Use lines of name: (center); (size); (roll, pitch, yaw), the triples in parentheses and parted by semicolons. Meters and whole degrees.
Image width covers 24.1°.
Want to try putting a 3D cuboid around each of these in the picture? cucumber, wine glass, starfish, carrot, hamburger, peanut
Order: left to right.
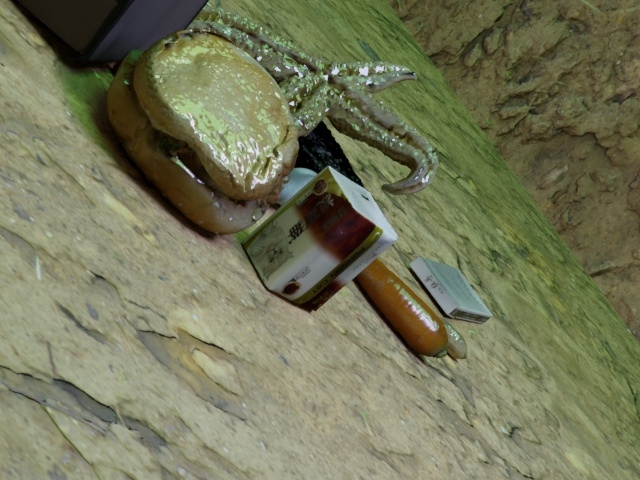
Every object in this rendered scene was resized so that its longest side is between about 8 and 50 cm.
hamburger: (-0.147, -0.143, 1.803); (0.243, 0.146, 0.286); (11, 49, -52)
wine glass: (-0.054, -0.074, 2.046); (0.072, 0.072, 0.155); (54, 16, 19)
starfish: (-0.035, -0.209, 2.260); (0.432, 0.082, 0.324); (14, 46, -18)
cucumber: (0.025, -0.083, 2.277); (0.303, 0.072, 0.081); (60, 6, 36)
carrot: (0.087, 0.062, 2.132); (0.271, 0.062, 0.066); (47, 47, 10)
peanut: (0.192, 0.147, 2.250); (0.083, 0.037, 0.037); (51, 15, -8)

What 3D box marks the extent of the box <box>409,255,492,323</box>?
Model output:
box: (0.217, 0.084, 2.487); (0.109, 0.029, 0.198); (54, 15, 20)

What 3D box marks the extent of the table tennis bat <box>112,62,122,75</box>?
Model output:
table tennis bat: (-0.224, -0.165, 1.898); (0.098, 0.019, 0.154); (21, 34, -58)

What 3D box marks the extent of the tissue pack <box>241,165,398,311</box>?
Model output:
tissue pack: (0.000, 0.000, 1.852); (0.106, 0.149, 0.099); (30, 24, -50)

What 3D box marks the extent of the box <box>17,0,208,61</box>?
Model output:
box: (-0.251, -0.335, 1.893); (0.153, 0.188, 0.252); (42, 17, 5)
